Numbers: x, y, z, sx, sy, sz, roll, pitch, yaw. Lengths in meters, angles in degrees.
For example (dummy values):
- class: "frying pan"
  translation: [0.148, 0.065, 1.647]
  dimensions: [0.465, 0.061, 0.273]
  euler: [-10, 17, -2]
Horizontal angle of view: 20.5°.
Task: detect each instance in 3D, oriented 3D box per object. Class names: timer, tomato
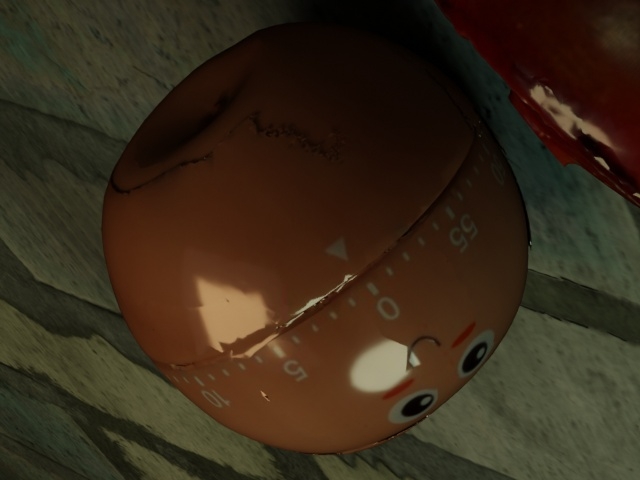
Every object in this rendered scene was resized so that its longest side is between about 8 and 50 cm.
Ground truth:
- class: "timer"
  translation: [0.000, 0.000, 0.985]
  dimensions: [0.215, 0.229, 0.230]
  euler: [47, 158, -23]
- class: "tomato"
  translation: [0.153, -0.081, 0.698]
  dimensions: [0.200, 0.139, 0.233]
  euler: [45, -166, 3]
